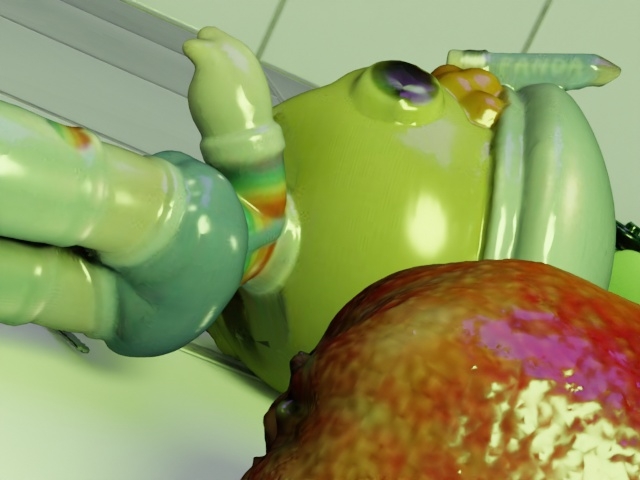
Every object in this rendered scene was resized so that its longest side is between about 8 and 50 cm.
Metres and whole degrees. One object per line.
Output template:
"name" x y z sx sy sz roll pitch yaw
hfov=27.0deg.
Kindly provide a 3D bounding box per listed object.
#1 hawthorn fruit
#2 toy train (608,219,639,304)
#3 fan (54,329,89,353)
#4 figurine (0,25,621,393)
"hawthorn fruit" 0.065 0.096 0.419 0.188 0.169 0.169 30 10 4
"toy train" 0.338 0.073 1.290 0.253 0.105 0.157 32 12 -35
"fan" -0.148 0.027 0.665 0.085 0.005 0.133 16 13 -45
"figurine" -0.016 0.023 0.653 0.381 0.225 0.205 -7 45 -32
